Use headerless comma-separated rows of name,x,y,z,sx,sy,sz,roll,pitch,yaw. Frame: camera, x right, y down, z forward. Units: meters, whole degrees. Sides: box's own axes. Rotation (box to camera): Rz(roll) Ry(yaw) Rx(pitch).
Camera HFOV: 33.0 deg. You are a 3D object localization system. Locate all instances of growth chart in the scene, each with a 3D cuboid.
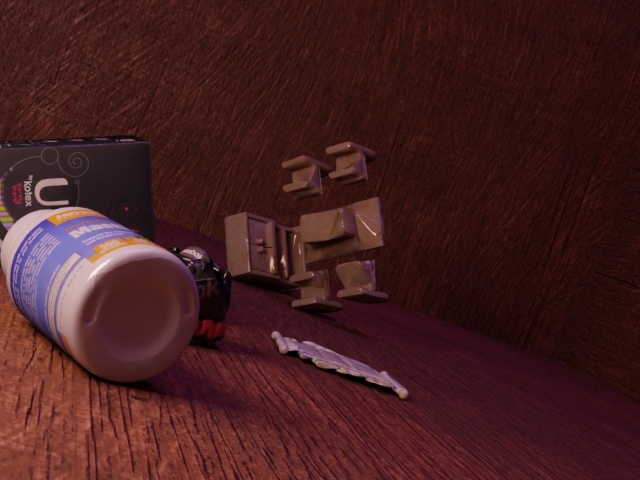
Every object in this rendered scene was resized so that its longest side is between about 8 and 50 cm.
growth chart,0.030,0.207,1.816,0.237,0.021,0.172,21,2,-4

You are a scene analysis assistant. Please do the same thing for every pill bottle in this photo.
pill bottle,-0.264,0.047,1.228,0.152,0.152,0.272,19,3,-39

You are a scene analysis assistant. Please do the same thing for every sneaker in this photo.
sneaker,-0.221,0.064,1.501,0.097,0.135,0.276,24,5,37

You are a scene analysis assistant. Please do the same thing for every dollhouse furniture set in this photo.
dollhouse furniture set,0.000,0.000,2.657,0.394,0.362,0.256,-14,-16,32

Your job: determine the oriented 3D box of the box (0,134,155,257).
box,-0.397,-0.069,1.638,0.270,0.165,0.143,-6,11,-20
